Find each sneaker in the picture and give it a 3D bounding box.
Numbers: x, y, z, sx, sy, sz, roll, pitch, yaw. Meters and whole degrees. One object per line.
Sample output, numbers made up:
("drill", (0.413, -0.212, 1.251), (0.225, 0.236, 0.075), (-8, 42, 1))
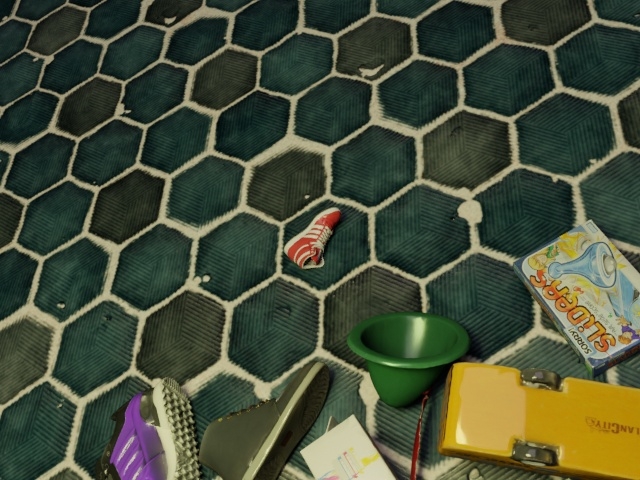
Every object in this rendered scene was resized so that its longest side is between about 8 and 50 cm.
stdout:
("sneaker", (-0.085, 0.254, 1.102), (0.118, 0.083, 0.222), (24, 69, 32))
("sneaker", (-0.255, 0.355, 1.097), (0.146, 0.102, 0.293), (-23, 47, 10))
("sneaker", (0.000, 0.000, 1.271), (0.118, 0.042, 0.067), (-42, 49, 0))

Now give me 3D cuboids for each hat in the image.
("hat", (0.121, 0.224, 1.085), (0.172, 0.184, 0.208), (11, 21, 34))

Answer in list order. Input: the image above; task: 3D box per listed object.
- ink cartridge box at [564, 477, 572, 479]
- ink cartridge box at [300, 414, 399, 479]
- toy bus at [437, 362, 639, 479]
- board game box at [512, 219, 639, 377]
("ink cartridge box", (0.247, 0.399, 0.873), (0.208, 0.087, 0.153), (-29, 53, 0))
("ink cartridge box", (0.046, 0.312, 1.007), (0.090, 0.092, 0.143), (-34, 51, -4))
("toy bus", (0.315, 0.230, 0.903), (0.332, 0.130, 0.108), (8, 68, 7))
("board game box", (0.386, 0.078, 1.074), (0.136, 0.035, 0.201), (-29, 52, 0))
